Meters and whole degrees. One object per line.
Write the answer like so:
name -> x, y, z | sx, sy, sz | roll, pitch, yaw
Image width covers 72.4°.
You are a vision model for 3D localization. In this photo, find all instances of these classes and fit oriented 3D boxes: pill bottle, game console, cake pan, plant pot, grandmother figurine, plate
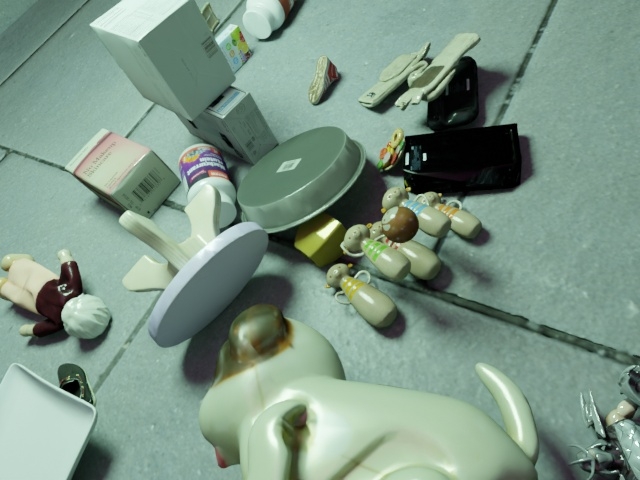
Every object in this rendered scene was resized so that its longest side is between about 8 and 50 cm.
pill bottle -> -0.150, -0.721, 1.324 | 0.121, 0.121, 0.216 | 9, 63, 27
game console -> 0.284, -0.250, 0.893 | 0.213, 0.044, 0.362 | -2, 59, 19
cake pan -> -0.050, -0.134, 0.886 | 0.293, 0.054, 0.293 | -23, 35, 17
plant pot -> 0.000, 0.000, 0.826 | 0.081, 0.081, 0.083 | 35, 83, 35
pill bottle -> -0.251, -0.121, 0.984 | 0.108, 0.108, 0.194 | -29, 53, 2
grandmother figurine -> -0.599, 0.123, 0.982 | 0.342, 0.104, 0.208 | 19, 95, 28
plate -> -0.529, 0.394, 0.782 | 0.277, 0.045, 0.278 | 11, 74, 29

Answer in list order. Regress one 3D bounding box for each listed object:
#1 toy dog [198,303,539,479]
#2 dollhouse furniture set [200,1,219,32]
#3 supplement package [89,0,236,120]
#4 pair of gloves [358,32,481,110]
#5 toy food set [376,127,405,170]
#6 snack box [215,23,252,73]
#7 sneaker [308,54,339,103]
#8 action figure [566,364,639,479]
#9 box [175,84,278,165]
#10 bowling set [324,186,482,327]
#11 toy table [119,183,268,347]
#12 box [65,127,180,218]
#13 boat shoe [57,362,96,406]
toy dog -> 0.014, 0.246, 0.537 | 0.407, 0.285, 0.395 | 27, 72, 35
dollhouse furniture set -> -0.401, -0.706, 1.445 | 0.058, 0.076, 0.152 | 7, 63, 25
supplement package -> -0.329, -0.400, 0.933 | 0.203, 0.194, 0.149 | 30, 71, 33
pair of gloves -> 0.210, -0.359, 0.955 | 0.204, 0.042, 0.240 | -50, 31, -7
toy food set -> 0.145, -0.181, 0.890 | 0.083, 0.020, 0.083 | -39, 35, 52
snack box -> -0.272, -0.538, 1.267 | 0.037, 0.100, 0.141 | 29, 72, 33
sneaker -> 0.010, -0.397, 1.106 | 0.042, 0.067, 0.119 | 21, 99, 29
action figure -> 0.429, 0.229, 0.491 | 0.284, 0.099, 0.186 | -16, 59, 16
box -> -0.256, -0.307, 1.070 | 0.289, 0.169, 0.087 | 30, 73, 35
bowling set -> 0.122, -0.021, 0.720 | 0.287, 0.200, 0.154 | -42, 52, -12
toy table -> -0.243, 0.039, 0.809 | 0.274, 0.252, 0.161 | -44, 68, -10
box -> -0.499, -0.167, 1.103 | 0.232, 0.127, 0.149 | 24, 71, 32
boat shoe -> -0.489, 0.284, 0.862 | 0.133, 0.042, 0.049 | 34, 78, 36
